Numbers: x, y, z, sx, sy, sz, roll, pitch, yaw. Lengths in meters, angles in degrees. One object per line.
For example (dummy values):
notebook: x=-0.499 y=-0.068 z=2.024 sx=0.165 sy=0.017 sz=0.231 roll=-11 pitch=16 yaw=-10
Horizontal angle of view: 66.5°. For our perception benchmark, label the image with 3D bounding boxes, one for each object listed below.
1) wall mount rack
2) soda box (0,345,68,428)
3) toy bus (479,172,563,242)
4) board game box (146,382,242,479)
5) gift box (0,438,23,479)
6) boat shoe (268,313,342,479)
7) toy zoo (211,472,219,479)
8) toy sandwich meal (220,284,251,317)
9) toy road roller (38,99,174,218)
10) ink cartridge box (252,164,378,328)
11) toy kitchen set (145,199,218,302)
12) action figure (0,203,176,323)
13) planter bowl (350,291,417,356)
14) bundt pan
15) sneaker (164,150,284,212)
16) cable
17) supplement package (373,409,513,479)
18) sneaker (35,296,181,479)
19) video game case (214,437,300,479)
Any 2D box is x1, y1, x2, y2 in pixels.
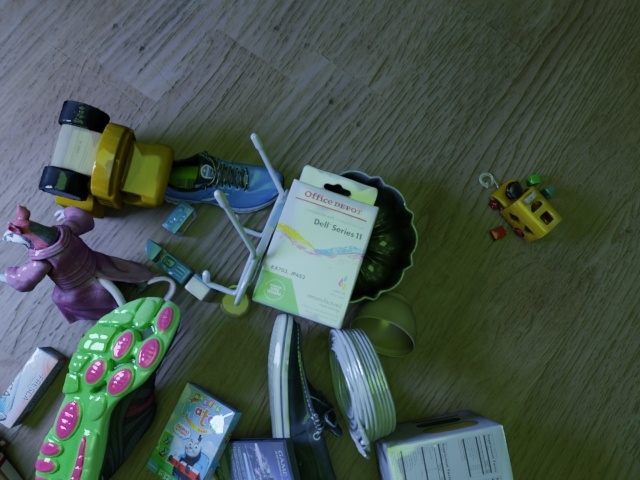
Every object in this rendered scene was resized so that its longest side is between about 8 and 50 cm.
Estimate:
wall mount rack: x=-0.161 y=-0.045 z=1.090 sx=0.130 sy=0.304 sz=0.350 roll=23 pitch=46 yaw=-5
soda box: x=-0.689 y=0.345 z=1.158 sx=0.063 sy=0.058 sz=0.183 roll=32 pitch=80 yaw=1
toy bus: x=0.536 y=-0.096 z=1.290 sx=0.202 sy=0.104 sz=0.191 roll=3 pitch=81 yaw=-4
board game box: x=-0.296 y=0.466 z=1.142 sx=0.160 sy=0.039 sz=0.212 roll=19 pitch=78 yaw=29
gift box: x=-0.811 y=0.566 z=1.022 sx=0.255 sy=0.258 sz=0.276 roll=-26 pitch=103 yaw=-9
boat shoe: x=-0.035 y=0.417 z=1.136 sx=0.155 sy=0.187 sz=0.501 roll=-7 pitch=86 yaw=-10
toy zoo: x=-0.337 y=0.667 z=1.108 sx=0.293 sy=0.030 sz=0.192 roll=-39 pitch=62 yaw=-8
toy sandwich meal: x=-0.215 y=0.154 z=1.238 sx=0.085 sy=0.029 sz=0.086 roll=0 pitch=85 yaw=-6
toy road roller: x=-0.470 y=-0.156 z=1.130 sx=0.240 sy=0.329 sz=0.203 roll=14 pitch=81 yaw=-13
ink cartridge box: x=0.000 y=0.000 z=1.105 sx=0.207 sy=0.119 sz=0.354 roll=18 pitch=80 yaw=0
toy kitchen set: x=-0.312 y=0.024 z=1.203 sx=0.207 sy=0.122 sz=0.166 roll=37 pitch=80 yaw=2
action figure: x=-0.537 y=0.068 z=1.054 sx=0.275 sy=0.370 sz=0.248 roll=21 pitch=65 yaw=20
planter bowl: x=0.167 y=0.195 z=1.204 sx=0.162 sy=0.162 sz=0.109 roll=28 pitch=54 yaw=1
bundt pan: x=0.073 y=-0.003 z=1.234 sx=0.330 sy=0.124 sz=0.331 roll=1 pitch=80 yaw=-3
sneaker: x=-0.255 y=-0.145 z=1.222 sx=0.329 sy=0.147 sz=0.130 roll=-1 pitch=81 yaw=-5
cable: x=0.088 y=0.324 z=1.116 sx=0.089 sy=0.257 sz=0.257 roll=-11 pitch=98 yaw=-11
supplement package: x=0.275 y=0.527 z=1.124 sx=0.262 sy=0.199 sz=0.198 roll=-8 pitch=81 yaw=-5
sneaker: x=-0.459 y=0.341 z=1.099 sx=0.185 sy=0.202 sz=0.483 roll=28 pitch=89 yaw=10
video game case: x=-0.143 y=0.543 z=1.088 sx=0.274 sy=0.026 sz=0.196 roll=-20 pitch=80 yaw=38
